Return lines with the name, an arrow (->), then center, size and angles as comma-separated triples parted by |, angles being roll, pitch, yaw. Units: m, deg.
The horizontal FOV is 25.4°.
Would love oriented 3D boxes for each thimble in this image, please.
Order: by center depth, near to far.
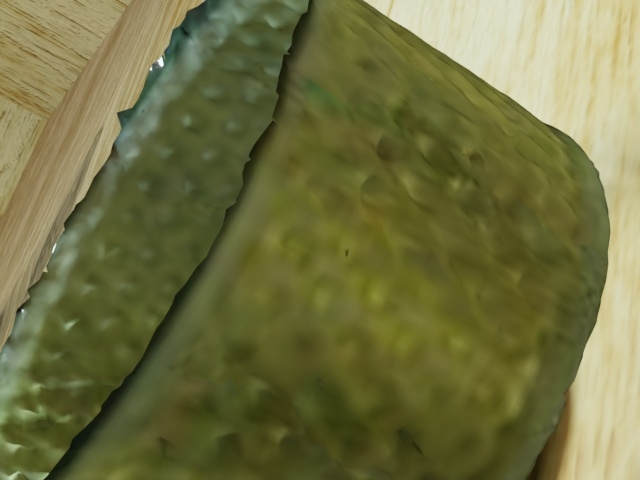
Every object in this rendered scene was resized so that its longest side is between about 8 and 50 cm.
thimble -> -0.022, 0.026, 0.579 | 0.271, 0.150, 0.270 | -49, 22, 28
